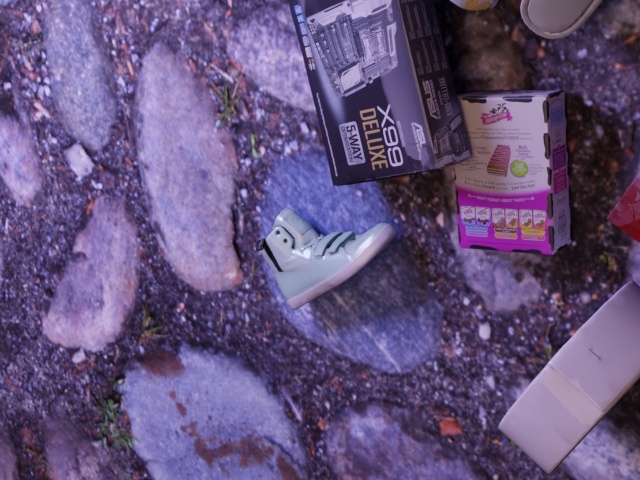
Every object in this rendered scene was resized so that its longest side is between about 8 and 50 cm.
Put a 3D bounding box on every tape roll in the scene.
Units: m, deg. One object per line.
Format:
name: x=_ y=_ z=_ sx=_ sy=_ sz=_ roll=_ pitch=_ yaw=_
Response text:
tape roll: x=0.378 y=0.191 z=1.780 sx=0.100 sy=0.286 sz=0.286 roll=44 pitch=123 yaw=15

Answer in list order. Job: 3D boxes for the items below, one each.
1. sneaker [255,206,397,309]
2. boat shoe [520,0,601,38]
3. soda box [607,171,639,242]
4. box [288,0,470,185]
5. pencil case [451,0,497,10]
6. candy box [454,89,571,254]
sneaker: x=-0.001 y=0.000 z=2.075 sx=0.256 sy=0.094 sz=0.151 roll=-33 pitch=92 yaw=38
boat shoe: x=0.402 y=-0.410 z=1.687 sx=0.127 sy=0.113 sz=0.340 roll=35 pitch=130 yaw=-5
soda box: x=0.502 y=-0.114 z=1.724 sx=0.083 sy=0.092 sz=0.263 roll=38 pitch=121 yaw=16
box: x=0.085 y=-0.247 z=1.916 sx=0.242 sy=0.076 sz=0.307 roll=-5 pitch=101 yaw=52
pencil case: x=0.260 y=-0.437 z=1.745 sx=0.124 sy=0.113 sz=0.273 roll=45 pitch=133 yaw=3
candy box: x=0.281 y=-0.103 z=1.881 sx=0.159 sy=0.071 sz=0.233 roll=5 pitch=108 yaw=34
